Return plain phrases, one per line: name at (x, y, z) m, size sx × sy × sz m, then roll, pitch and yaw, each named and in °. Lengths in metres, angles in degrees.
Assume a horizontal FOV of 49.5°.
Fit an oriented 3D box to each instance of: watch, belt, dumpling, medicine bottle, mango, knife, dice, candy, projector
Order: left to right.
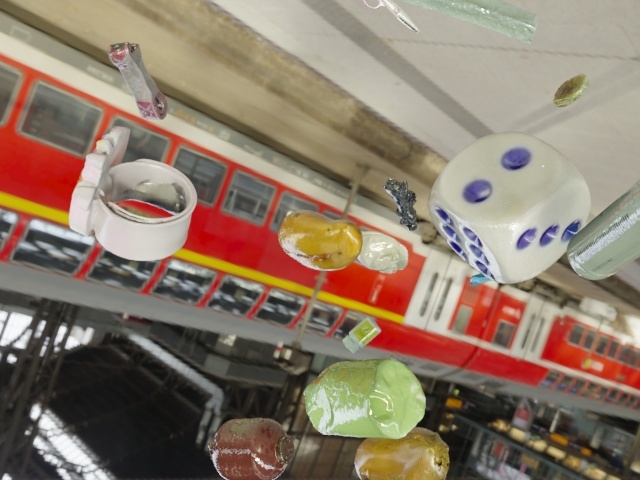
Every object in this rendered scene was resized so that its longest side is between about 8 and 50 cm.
belt at (-0.387, -0.344, 1.485) m, size 0.053 × 0.071 × 0.232 m, roll 6°, pitch 154°, yaw 11°
watch at (-0.362, -0.097, 1.397) m, size 0.231 × 0.196 × 0.244 m, roll 16°, pitch -139°, yaw -6°
mango at (-0.005, 0.004, 1.829) m, size 0.294 × 0.120 × 0.177 m, roll 11°, pitch 138°, yaw 53°
candy at (0.074, 0.316, 1.384) m, size 0.142 × 0.132 × 0.343 m, roll 47°, pitch 153°, yaw -6°
medicine bottle at (0.093, 0.213, 1.567) m, size 0.047 × 0.083 × 0.047 m, roll 48°, pitch -178°, yaw -3°
dumpling at (0.174, 0.027, 1.973) m, size 0.155 × 0.111 × 0.181 m, roll -3°, pitch 168°, yaw 30°
mango at (0.181, 0.480, 1.533) m, size 0.156 × 0.151 × 0.248 m, roll 32°, pitch 146°, yaw -22°
dice at (0.485, -0.087, 1.804) m, size 0.304 × 0.304 × 0.277 m, roll 44°, pitch 172°, yaw 42°
knife at (0.539, 0.079, 1.959) m, size 0.296 × 0.044 × 0.026 m, roll -12°, pitch -147°, yaw -25°
projector at (0.541, -0.022, 1.221) m, size 0.108 × 0.108 × 0.337 m, roll 20°, pitch 162°, yaw 5°

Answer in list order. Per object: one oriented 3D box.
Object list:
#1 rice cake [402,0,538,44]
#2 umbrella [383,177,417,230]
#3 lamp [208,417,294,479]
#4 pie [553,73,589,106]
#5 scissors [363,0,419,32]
rice cake at (0.329, -0.532, 1.578) m, size 0.336 × 0.066 × 0.063 m, roll 23°, pitch 141°, yaw 5°
umbrella at (0.268, -0.112, 2.178) m, size 0.080 × 0.071 × 0.224 m, roll 21°, pitch 154°, yaw 36°
lamp at (-0.193, 0.580, 1.934) m, size 0.257 × 0.180 × 0.180 m, roll -9°, pitch 163°, yaw 29°
pie at (0.526, -0.316, 1.460) m, size 0.020 × 0.084 × 0.084 m, roll 36°, pitch 174°, yaw -19°
scissors at (0.190, -0.595, 1.787) m, size 0.176 × 0.085 × 0.022 m, roll 39°, pitch -166°, yaw -17°
